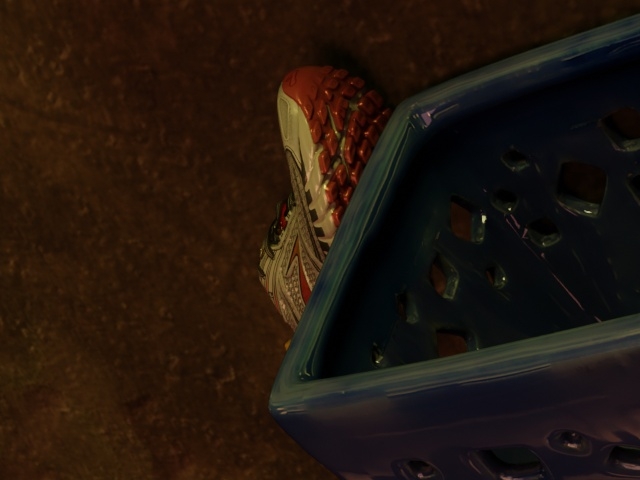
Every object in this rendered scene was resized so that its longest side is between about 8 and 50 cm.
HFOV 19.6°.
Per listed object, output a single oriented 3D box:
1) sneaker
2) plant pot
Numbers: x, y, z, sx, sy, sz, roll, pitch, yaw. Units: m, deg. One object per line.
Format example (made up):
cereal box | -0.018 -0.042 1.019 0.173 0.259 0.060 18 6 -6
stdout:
sneaker | 0.000 0.000 1.054 0.093 0.088 0.225 10 133 24
plant pot | 0.151 0.046 0.914 0.236 0.236 0.212 -17 126 39
